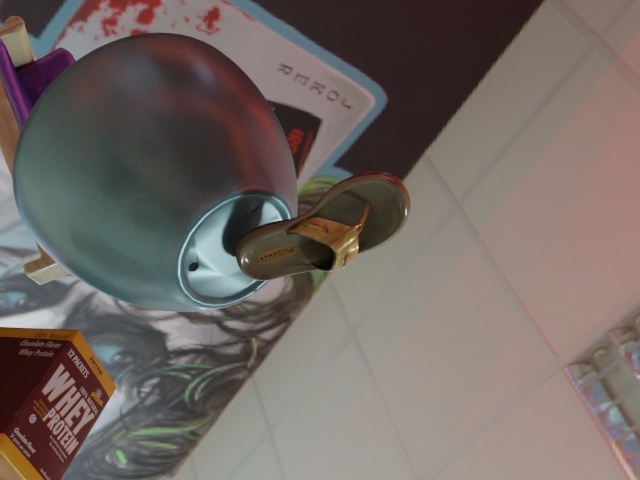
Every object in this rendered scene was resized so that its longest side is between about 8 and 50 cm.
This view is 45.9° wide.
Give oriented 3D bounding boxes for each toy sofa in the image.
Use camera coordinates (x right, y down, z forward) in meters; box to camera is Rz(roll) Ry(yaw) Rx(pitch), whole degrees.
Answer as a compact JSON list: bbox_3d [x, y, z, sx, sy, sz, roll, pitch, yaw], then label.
[{"bbox_3d":[-0.395,-0.130,1.105,0.150,0.177,0.362,145,-76,-74],"label":"toy sofa"}]

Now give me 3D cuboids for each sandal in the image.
[{"bbox_3d":[0.000,0.000,0.673,0.180,0.072,0.049,-23,-152,22],"label":"sandal"}]

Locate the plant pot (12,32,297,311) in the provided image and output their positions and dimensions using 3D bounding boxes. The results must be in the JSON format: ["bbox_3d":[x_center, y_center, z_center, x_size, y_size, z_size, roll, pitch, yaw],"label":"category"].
[{"bbox_3d":[-0.135,-0.040,0.776,0.195,0.290,0.290,40,-66,38],"label":"plant pot"}]

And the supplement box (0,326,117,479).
[{"bbox_3d":[-0.427,0.232,1.040,0.191,0.129,0.194,-1,-140,23],"label":"supplement box"}]

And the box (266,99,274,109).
[{"bbox_3d":[-0.170,-0.156,1.233,0.021,0.164,0.201,55,-19,-7],"label":"box"}]
